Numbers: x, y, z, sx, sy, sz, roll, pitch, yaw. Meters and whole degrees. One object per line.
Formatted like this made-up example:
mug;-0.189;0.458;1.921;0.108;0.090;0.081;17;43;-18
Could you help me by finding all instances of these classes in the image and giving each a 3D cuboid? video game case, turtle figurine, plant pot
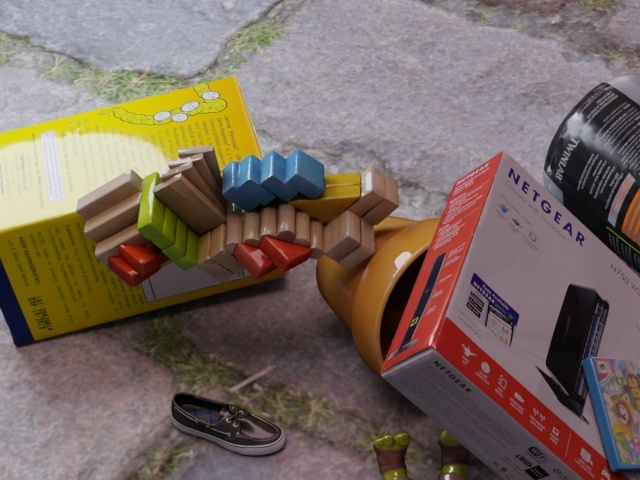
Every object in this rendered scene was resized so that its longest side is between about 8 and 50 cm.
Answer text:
video game case;0.345;0.182;1.464;0.166;0.015;0.119;7;62;-40
turtle figurine;0.128;0.307;1.434;0.270;0.087;0.217;-10;64;16
plant pot;0.097;0.055;1.648;0.205;0.205;0.188;-28;33;-22

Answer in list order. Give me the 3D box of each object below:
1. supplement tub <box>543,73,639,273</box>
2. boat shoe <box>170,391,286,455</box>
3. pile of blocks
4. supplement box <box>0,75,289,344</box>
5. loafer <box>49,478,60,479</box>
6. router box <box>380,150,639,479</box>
supplement tub;0.448;-0.041;1.690;0.207;0.207;0.338;-27;48;-21
boat shoe;-0.108;0.208;1.604;0.142;0.040;0.049;11;46;17
pile of blocks;-0.094;-0.018;1.555;0.362;0.149;0.112;-8;46;7
supplement box;-0.242;-0.039;1.754;0.357;0.194;0.195;-14;44;-5
loafer;-0.277;0.302;1.522;0.039;0.045;0.125;-21;42;-25
router box;0.245;0.119;1.483;0.335;0.082;0.301;40;46;-17
